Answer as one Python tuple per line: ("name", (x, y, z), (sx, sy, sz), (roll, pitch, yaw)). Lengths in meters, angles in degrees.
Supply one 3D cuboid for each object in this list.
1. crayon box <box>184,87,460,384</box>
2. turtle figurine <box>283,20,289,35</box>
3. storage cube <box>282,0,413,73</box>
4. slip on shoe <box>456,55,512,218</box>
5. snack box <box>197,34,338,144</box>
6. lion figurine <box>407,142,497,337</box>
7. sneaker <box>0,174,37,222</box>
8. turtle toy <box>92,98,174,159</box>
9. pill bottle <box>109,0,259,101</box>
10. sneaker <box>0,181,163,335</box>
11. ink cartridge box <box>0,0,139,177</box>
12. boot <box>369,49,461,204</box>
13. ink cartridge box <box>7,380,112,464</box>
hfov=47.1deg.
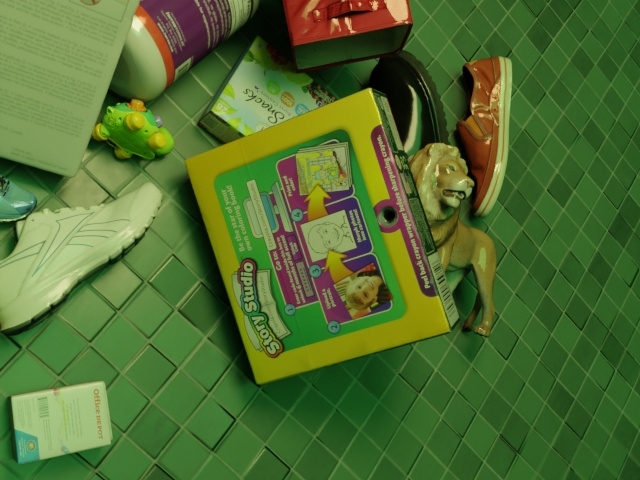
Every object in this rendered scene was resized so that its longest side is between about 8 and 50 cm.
("crayon box", (0.000, 0.000, 1.107), (0.106, 0.313, 0.363), (-14, 86, -71))
("turtle figurine", (-0.014, -0.439, 1.299), (0.234, 0.118, 0.175), (37, 97, -14))
("storage cube", (0.030, -0.390, 1.145), (0.183, 0.215, 0.193), (-11, 90, 1))
("slip on shoe", (0.317, -0.205, 1.453), (0.101, 0.123, 0.331), (4, 81, 4))
("snack box", (-0.074, -0.210, 1.240), (0.207, 0.070, 0.175), (36, 64, -18))
("lion figurine", (0.223, 0.010, 1.260), (0.392, 0.142, 0.240), (38, 67, -57))
("sneaker", (-0.454, -0.080, 0.978), (0.162, 0.073, 0.063), (27, 36, -33))
("turtle toy", (-0.273, -0.165, 1.107), (0.130, 0.095, 0.066), (43, 46, -47))
("pill bottle", (-0.218, -0.370, 1.127), (0.181, 0.181, 0.323), (48, 61, -13))
("sneaker", (-0.346, -0.002, 1.024), (0.297, 0.111, 0.129), (-42, 96, -30))
("ink cartridge box", (-0.402, -0.293, 0.916), (0.308, 0.385, 0.091), (17, 28, -24))
("boot", (0.099, -0.157, 1.293), (0.260, 0.131, 0.348), (-16, 88, -31))
("ink cartridge box", (-0.353, 0.244, 0.997), (0.122, 0.052, 0.089), (-5, 83, -29))
